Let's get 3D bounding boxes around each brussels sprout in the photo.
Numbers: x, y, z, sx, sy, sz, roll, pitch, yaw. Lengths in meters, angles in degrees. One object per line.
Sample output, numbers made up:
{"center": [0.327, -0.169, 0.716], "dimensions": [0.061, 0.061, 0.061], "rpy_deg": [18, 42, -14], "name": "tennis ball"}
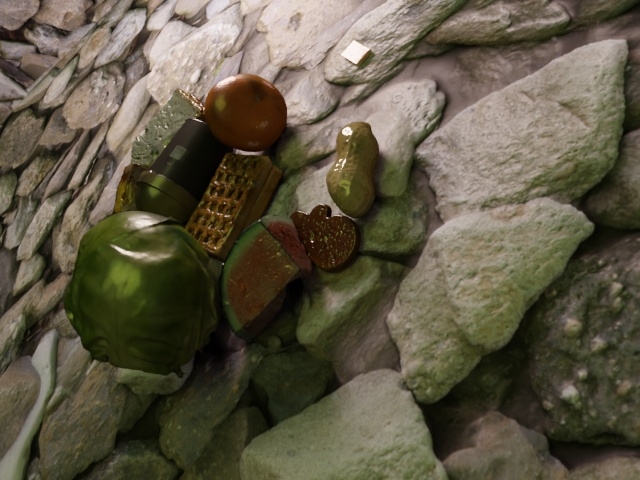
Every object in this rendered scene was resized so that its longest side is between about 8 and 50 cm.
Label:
{"center": [-0.426, 0.111, 1.441], "dimensions": [0.425, 0.342, 0.361], "rpy_deg": [11, 99, 47], "name": "brussels sprout"}

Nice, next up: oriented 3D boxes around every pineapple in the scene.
{"center": [-0.556, -0.155, 1.859], "dimensions": [0.114, 0.186, 0.236], "rpy_deg": [-8, 17, 45], "name": "pineapple"}

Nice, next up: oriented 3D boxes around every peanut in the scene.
{"center": [0.078, -0.174, 1.419], "dimensions": [0.125, 0.111, 0.275], "rpy_deg": [-17, 50, 37], "name": "peanut"}

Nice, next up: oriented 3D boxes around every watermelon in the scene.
{"center": [-0.139, 0.085, 1.391], "dimensions": [0.226, 0.148, 0.319], "rpy_deg": [14, 83, 35], "name": "watermelon"}

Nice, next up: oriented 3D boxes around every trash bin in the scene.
{"center": [-0.418, -0.182, 1.774], "dimensions": [0.214, 0.214, 0.334], "rpy_deg": [9, 64, 43], "name": "trash bin"}

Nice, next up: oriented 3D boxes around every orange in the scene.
{"center": [-0.216, -0.366, 1.709], "dimensions": [0.171, 0.240, 0.240], "rpy_deg": [-31, 37, 68], "name": "orange"}

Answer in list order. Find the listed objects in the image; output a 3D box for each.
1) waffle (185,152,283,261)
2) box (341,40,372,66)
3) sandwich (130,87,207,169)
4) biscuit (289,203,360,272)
{"center": [-0.251, -0.096, 1.659], "dimensions": [0.212, 0.091, 0.308], "rpy_deg": [14, 74, 45], "name": "waffle"}
{"center": [0.103, -0.536, 1.693], "dimensions": [0.058, 0.015, 0.093], "rpy_deg": [-46, 43, 5], "name": "box"}
{"center": [-0.499, -0.336, 1.995], "dimensions": [0.325, 0.131, 0.262], "rpy_deg": [-50, 45, 5], "name": "sandwich"}
{"center": [0.000, 0.000, 1.418], "dimensions": [0.236, 0.039, 0.180], "rpy_deg": [14, 81, 44], "name": "biscuit"}
